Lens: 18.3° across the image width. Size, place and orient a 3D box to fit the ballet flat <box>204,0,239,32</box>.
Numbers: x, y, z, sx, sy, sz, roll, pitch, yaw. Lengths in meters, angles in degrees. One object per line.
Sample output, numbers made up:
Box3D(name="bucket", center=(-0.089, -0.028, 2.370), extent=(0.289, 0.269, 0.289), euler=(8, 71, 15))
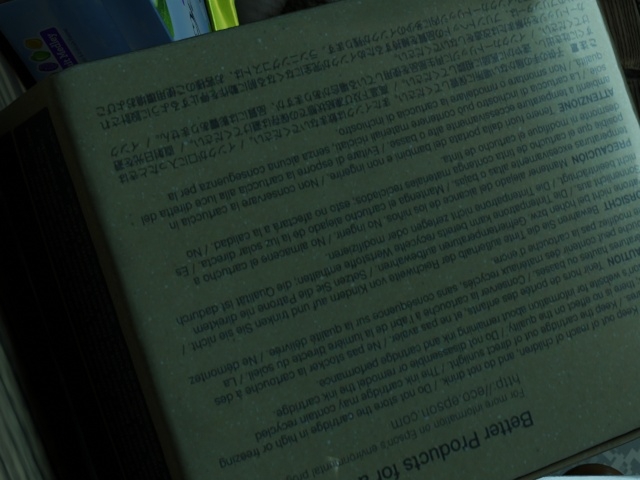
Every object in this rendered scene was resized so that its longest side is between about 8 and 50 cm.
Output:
Box3D(name="ballet flat", center=(-0.087, -0.134, 1.097), extent=(0.077, 0.077, 0.231), euler=(-50, 125, -65))

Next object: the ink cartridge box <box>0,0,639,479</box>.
Box3D(name="ink cartridge box", center=(0.017, 0.008, 0.748), extent=(0.088, 0.235, 0.193), euler=(-18, -91, 61))

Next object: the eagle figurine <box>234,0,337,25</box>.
Box3D(name="eagle figurine", center=(0.043, -0.143, 1.752), extent=(0.298, 0.226, 0.225), euler=(-48, 157, -66))

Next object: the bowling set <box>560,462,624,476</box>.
Box3D(name="bowling set", center=(0.078, 0.174, 1.086), extent=(0.154, 0.200, 0.287), euler=(-86, 153, -74))

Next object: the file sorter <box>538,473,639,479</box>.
Box3D(name="file sorter", center=(0.088, 0.143, 0.902), extent=(0.193, 0.173, 0.277), euler=(4, 58, -35))

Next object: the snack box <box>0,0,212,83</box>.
Box3D(name="snack box", center=(-0.106, -0.145, 0.902), extent=(0.174, 0.070, 0.207), euler=(63, 11, -58))

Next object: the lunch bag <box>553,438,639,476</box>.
Box3D(name="lunch bag", center=(0.211, 0.161, 1.592), extent=(0.212, 0.305, 0.256), euler=(25, -19, 37))
